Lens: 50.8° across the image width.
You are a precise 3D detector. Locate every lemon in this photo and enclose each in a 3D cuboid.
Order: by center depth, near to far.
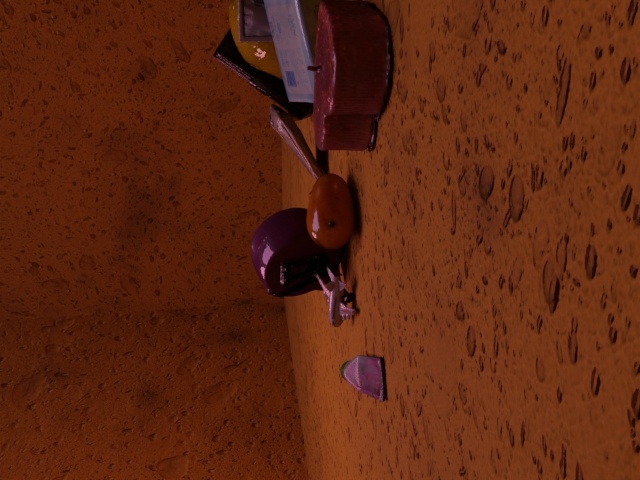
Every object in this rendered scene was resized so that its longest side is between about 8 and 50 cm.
[{"bbox_3d":[-0.116,-0.603,1.859,0.268,0.268,0.321,-116,7,-73],"label":"lemon"}]

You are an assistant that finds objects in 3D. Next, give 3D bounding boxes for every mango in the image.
[{"bbox_3d":[0.022,-0.075,1.551,0.219,0.113,0.144,-94,2,-48],"label":"mango"}]

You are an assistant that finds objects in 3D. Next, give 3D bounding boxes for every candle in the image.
[{"bbox_3d":[0.037,-0.329,1.253,0.317,0.132,0.287,113,155,-73],"label":"candle"}]

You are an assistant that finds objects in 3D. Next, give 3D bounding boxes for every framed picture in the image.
[{"bbox_3d":[-0.089,-0.599,1.694,0.018,0.266,0.192,-34,-55,-63],"label":"framed picture"}]

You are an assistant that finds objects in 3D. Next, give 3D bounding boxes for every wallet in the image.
[{"bbox_3d":[-0.154,-0.498,1.987,0.044,0.317,0.169,-41,23,43],"label":"wallet"},{"bbox_3d":[-0.073,-0.289,2.062,0.274,0.068,0.335,60,-177,-19],"label":"wallet"}]

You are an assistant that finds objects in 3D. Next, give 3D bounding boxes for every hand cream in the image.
[{"bbox_3d":[0.095,0.286,1.439,0.079,0.050,0.275,61,166,1],"label":"hand cream"}]

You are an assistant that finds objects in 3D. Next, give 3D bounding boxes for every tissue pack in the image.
[{"bbox_3d":[-0.040,-0.469,1.619,0.177,0.089,0.263,20,128,55],"label":"tissue pack"}]

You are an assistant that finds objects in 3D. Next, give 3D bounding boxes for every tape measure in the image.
[{"bbox_3d":[-0.048,0.034,1.694,0.231,0.245,0.149,91,157,-45],"label":"tape measure"}]

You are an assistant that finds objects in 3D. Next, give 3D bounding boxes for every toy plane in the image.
[{"bbox_3d":[0.042,0.147,1.636,0.162,0.066,0.171,43,155,41],"label":"toy plane"}]

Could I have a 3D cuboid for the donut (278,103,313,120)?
[{"bbox_3d":[-0.082,-0.524,2.221,0.277,0.109,0.277,176,90,-83],"label":"donut"}]
